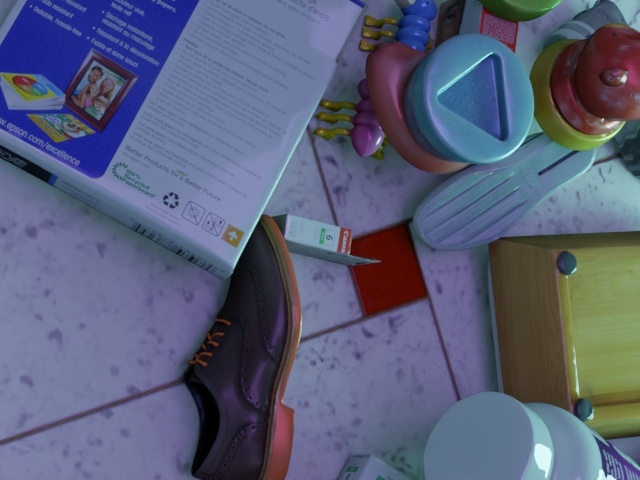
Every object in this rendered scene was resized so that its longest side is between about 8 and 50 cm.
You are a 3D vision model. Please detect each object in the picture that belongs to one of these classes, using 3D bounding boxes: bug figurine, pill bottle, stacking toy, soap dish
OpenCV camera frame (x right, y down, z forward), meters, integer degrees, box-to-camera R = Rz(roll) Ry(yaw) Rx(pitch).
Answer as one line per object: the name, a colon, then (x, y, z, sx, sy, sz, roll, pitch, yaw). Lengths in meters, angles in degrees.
bug figurine: (0.009, -0.199, 1.948, 0.279, 0.072, 0.216, 15, 77, -27)
pill bottle: (0.235, 0.263, 1.902, 0.301, 0.169, 0.169, 37, 66, -45)
stacking toy: (0.200, -0.218, 1.916, 0.309, 0.130, 0.279, -15, 90, -28)
soap dish: (0.328, 0.102, 2.056, 0.291, 0.118, 0.229, -2, 84, -30)

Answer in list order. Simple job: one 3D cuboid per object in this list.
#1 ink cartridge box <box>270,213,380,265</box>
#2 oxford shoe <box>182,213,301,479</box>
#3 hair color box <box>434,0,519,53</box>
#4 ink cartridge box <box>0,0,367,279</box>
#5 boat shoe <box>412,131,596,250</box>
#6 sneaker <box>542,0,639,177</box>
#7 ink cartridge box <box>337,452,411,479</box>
ink cartridge box: (0.000, 0.000, 1.922, 0.115, 0.063, 0.029, 13, 79, -27)
oxford shoe: (-0.080, 0.107, 1.849, 0.098, 0.097, 0.271, 4, 82, -22)
hair color box: (0.161, -0.179, 2.016, 0.053, 0.093, 0.167, 15, 75, -26)
ink cartridge box: (-0.153, -0.167, 1.825, 0.304, 0.072, 0.307, 29, 69, -6)
boat shoe: (0.191, -0.054, 2.028, 0.226, 0.076, 0.083, -25, 102, -17)
sneaker: (0.381, -0.158, 2.126, 0.281, 0.105, 0.115, 49, 64, -14)
ink cartridge box: (0.059, 0.357, 1.915, 0.181, 0.056, 0.224, 37, 66, -19)
